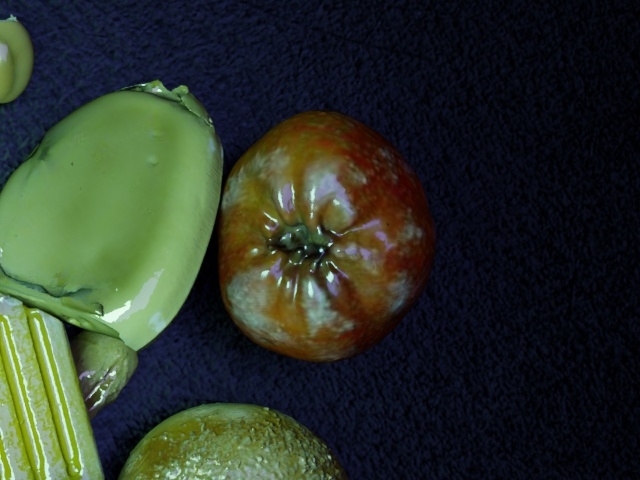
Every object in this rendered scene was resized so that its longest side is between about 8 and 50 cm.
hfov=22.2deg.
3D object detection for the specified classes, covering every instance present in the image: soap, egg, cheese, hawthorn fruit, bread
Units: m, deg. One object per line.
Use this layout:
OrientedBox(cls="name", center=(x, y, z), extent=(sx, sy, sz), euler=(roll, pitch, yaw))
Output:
OrientedBox(cls="soap", center=(-0.331, 0.170, 1.748), extent=(0.140, 0.073, 0.232), euler=(-14, 85, -26))
OrientedBox(cls="egg", center=(-0.365, -0.206, 1.860), extent=(0.080, 0.080, 0.096), euler=(-15, 92, -18))
OrientedBox(cls="cheese", center=(-0.233, -0.044, 1.832), extent=(0.259, 0.128, 0.316), euler=(18, 73, 13))
OrientedBox(cls="hawthorn fruit", center=(0.000, 0.000, 1.859), extent=(0.284, 0.284, 0.284), euler=(1, 86, -17))
OrientedBox(cls="bread", center=(-0.091, 0.330, 1.868), extent=(0.305, 0.159, 0.305), euler=(2, 84, -17))

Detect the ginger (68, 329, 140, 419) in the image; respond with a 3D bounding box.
OrientedBox(cls="ginger", center=(-0.386, 0.237, 1.803), extent=(0.363, 0.122, 0.348), euler=(9, 75, -27))
